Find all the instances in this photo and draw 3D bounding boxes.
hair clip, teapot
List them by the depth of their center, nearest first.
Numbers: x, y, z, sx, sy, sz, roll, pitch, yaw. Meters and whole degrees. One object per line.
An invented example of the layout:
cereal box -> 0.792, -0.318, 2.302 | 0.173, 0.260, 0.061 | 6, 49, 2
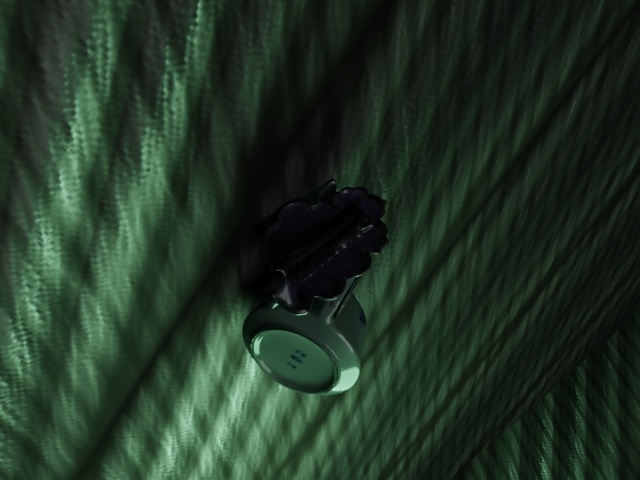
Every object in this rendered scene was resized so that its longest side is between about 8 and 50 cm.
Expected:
hair clip -> 0.001, 0.000, 0.797 | 0.195, 0.124, 0.052 | -41, 171, -25
teapot -> -0.005, 0.103, 0.894 | 0.159, 0.159, 0.232 | -15, 153, -35
